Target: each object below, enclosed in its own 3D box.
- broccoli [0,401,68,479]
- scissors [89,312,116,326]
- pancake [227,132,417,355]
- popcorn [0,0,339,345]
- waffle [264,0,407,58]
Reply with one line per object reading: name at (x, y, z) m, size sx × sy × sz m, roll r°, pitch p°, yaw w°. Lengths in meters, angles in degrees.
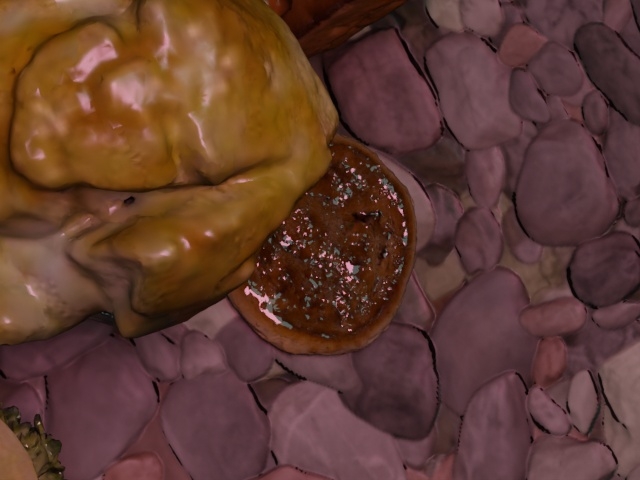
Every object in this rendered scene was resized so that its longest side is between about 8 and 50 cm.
broccoli at (-0.178, 0.165, 0.782) m, size 0.252 × 0.361 × 0.221 m, roll -22°, pitch 69°, yaw -43°
scissors at (-0.255, -0.019, 0.970) m, size 0.300 × 0.022 × 0.109 m, roll 29°, pitch 73°, yaw -14°
pancake at (0.000, 0.000, 1.063) m, size 0.158 × 0.028 × 0.158 m, roll 4°, pitch 79°, yaw -22°
popcorn at (-0.114, -0.064, 0.902) m, size 0.277 × 0.276 × 0.225 m, roll 5°, pitch 106°, yaw -21°
waffle at (-0.033, -0.289, 1.008) m, size 0.098 × 0.224 × 0.327 m, roll -21°, pitch 87°, yaw -38°
